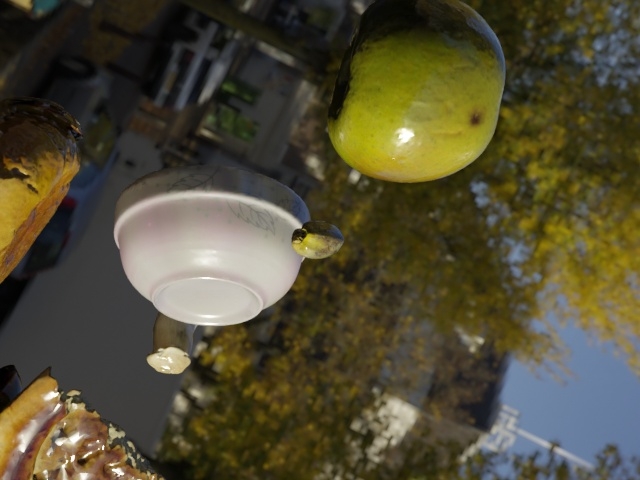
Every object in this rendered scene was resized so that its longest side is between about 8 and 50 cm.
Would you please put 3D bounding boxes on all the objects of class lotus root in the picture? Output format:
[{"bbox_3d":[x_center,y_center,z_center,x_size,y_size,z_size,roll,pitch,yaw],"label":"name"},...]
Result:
[{"bbox_3d":[0.000,0.000,1.688,0.054,0.049,0.099,-35,162,29],"label":"lotus root"}]

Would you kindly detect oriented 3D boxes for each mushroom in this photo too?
[{"bbox_3d":[-0.193,0.102,1.946,0.278,0.096,0.099,-53,180,-45],"label":"mushroom"}]

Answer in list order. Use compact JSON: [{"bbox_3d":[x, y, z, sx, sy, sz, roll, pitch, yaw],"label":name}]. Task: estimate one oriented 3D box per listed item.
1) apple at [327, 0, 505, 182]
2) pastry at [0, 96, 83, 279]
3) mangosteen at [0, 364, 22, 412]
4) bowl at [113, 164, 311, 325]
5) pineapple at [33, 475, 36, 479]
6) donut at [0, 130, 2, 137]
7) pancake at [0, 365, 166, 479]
[{"bbox_3d":[0.094,-0.147,1.219,0.196,0.157,0.196,-172,-90,-79],"label":"apple"},{"bbox_3d":[-0.471,-0.048,1.745,0.356,0.164,0.356,-51,-172,10],"label":"pastry"},{"bbox_3d":[-0.383,0.145,1.210,0.199,0.200,0.200,-63,-177,6],"label":"mangosteen"},{"bbox_3d":[-0.156,0.026,1.774,0.287,0.287,0.143,121,-27,-58],"label":"bowl"},{"bbox_3d":[-0.340,0.307,1.342,0.225,0.225,0.076,141,-65,-83],"label":"pineapple"},{"bbox_3d":[-0.472,-0.128,1.281,0.152,0.259,0.101,-60,-160,-11],"label":"donut"},{"bbox_3d":[-0.263,0.253,1.166,0.212,0.257,0.056,-35,-148,-3],"label":"pancake"}]
